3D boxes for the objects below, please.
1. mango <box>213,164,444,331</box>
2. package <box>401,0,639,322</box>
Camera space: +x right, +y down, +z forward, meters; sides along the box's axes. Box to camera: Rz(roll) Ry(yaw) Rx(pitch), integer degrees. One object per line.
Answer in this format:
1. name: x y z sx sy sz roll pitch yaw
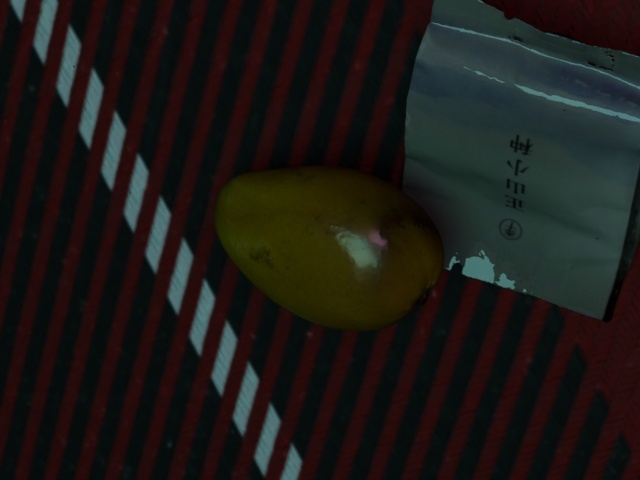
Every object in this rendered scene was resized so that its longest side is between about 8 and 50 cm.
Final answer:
1. mango: 0.000 0.000 1.488 0.219 0.112 0.145 17 138 39
2. package: 0.166 -0.067 1.444 0.204 0.062 0.251 21 129 15
